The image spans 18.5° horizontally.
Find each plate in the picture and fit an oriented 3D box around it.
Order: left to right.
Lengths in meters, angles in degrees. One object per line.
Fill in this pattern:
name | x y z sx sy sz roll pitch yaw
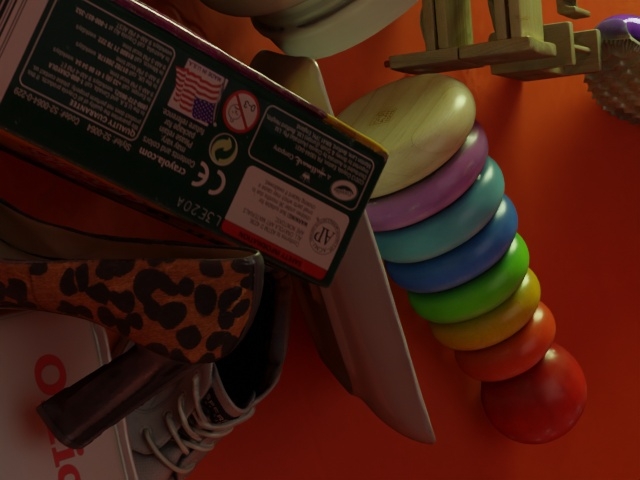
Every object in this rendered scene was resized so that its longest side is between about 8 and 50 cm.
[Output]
plate | 0.000 0.000 1.435 0.045 0.278 0.277 -20 100 -6

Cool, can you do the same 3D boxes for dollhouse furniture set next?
dollhouse furniture set | 0.144 -0.206 1.655 0.183 0.129 0.129 2 84 -64

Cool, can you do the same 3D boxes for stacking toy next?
stacking toy | 0.125 0.030 1.605 0.141 0.141 0.330 -49 122 -31

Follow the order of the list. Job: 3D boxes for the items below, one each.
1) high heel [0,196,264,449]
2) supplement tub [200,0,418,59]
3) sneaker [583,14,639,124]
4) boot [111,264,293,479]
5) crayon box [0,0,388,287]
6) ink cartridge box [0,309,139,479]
high heel | -0.158 -0.019 1.144 0.261 0.186 0.093 49 31 -7
supplement tub | -0.058 -0.313 1.404 0.331 0.241 0.241 44 60 -27
sneaker | 0.347 -0.173 1.819 0.293 0.102 0.146 24 70 -43
boot | -0.105 0.123 1.399 0.095 0.123 0.258 32 66 -33
crayon box | -0.189 -0.109 1.222 0.363 0.313 0.106 27 85 -34
ink cartridge box | -0.306 0.211 1.202 0.384 0.160 0.279 -13 93 -39
